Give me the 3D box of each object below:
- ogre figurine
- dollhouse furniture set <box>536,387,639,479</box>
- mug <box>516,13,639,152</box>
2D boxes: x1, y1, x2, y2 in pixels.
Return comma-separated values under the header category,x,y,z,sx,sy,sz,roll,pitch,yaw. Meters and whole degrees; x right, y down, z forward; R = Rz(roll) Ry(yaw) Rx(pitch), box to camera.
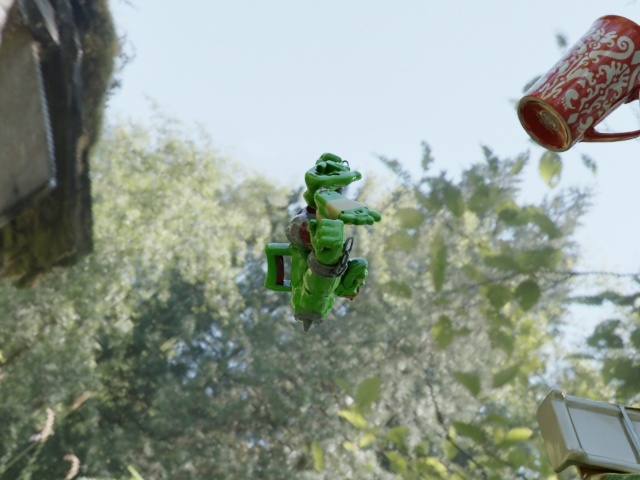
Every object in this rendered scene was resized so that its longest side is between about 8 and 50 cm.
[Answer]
category,x,y,z,sx,sy,sz,roll,pitch,yaw
ogre figurine,0.000,0.000,0.807,0.197,0.097,0.118,-124,-137,-54
dollhouse furniture set,0.375,0.339,1.074,0.198,0.301,0.151,12,-66,-2
mug,0.359,-0.193,1.122,0.150,0.169,0.113,38,-19,33
